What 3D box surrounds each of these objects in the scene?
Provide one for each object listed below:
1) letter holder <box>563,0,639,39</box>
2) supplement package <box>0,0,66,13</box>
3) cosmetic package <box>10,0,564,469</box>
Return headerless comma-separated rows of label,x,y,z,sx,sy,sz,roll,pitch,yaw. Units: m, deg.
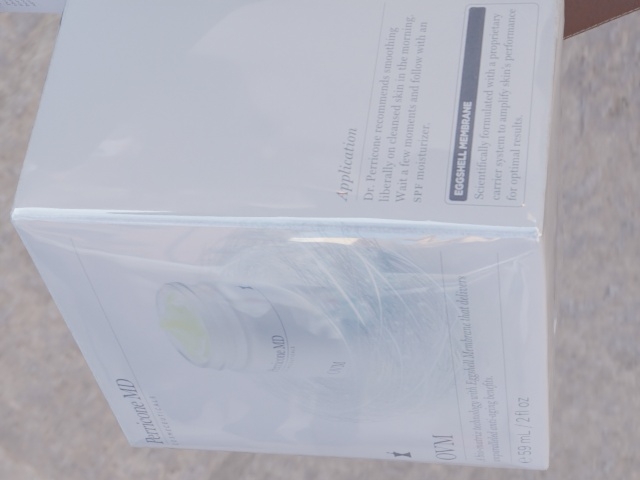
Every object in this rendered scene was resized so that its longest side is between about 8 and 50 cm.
letter holder,0.218,-0.303,1.227,0.214,0.302,0.152,-21,69,-3
supplement package,-0.146,-0.261,0.736,0.145,0.204,0.262,9,157,39
cosmetic package,0.000,0.000,0.758,0.224,0.138,0.224,3,148,11
